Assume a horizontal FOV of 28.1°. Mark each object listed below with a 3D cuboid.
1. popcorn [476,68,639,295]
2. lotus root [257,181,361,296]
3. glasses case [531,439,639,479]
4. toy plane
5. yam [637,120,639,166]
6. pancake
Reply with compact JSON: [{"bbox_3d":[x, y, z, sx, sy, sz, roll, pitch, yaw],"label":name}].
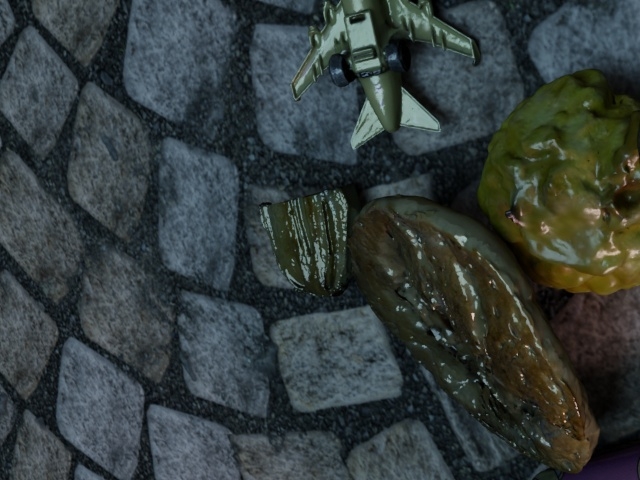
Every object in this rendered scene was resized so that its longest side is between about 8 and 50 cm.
[{"bbox_3d":[0.271,-0.048,1.311,0.233,0.192,0.266,58,150,0],"label":"popcorn"},{"bbox_3d":[0.001,-0.001,1.647,0.143,0.070,0.144,-2,101,35],"label":"lotus root"},{"bbox_3d":[0.369,0.288,1.436,0.316,0.076,0.123,-26,89,43],"label":"glasses case"},{"bbox_3d":[0.059,-0.241,1.492,0.241,0.104,0.256,-10,107,27],"label":"toy plane"},{"bbox_3d":[0.402,-0.119,1.111,0.195,0.300,0.195,13,117,26],"label":"yam"},{"bbox_3d":[0.173,0.101,1.438,0.387,0.082,0.387,47,164,18],"label":"pancake"}]
